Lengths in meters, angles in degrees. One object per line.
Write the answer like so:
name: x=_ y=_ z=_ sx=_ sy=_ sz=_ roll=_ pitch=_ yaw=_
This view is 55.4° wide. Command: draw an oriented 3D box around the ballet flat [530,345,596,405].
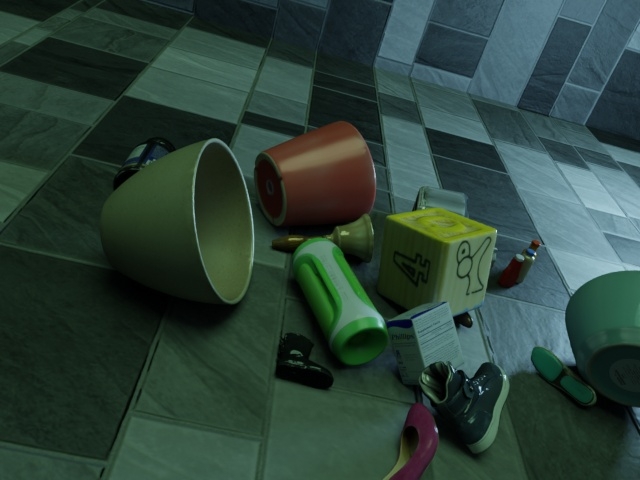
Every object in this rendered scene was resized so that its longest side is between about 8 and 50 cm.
ballet flat: x=0.536 y=0.304 z=1.353 sx=0.168 sy=0.057 sz=0.052 roll=48 pitch=13 yaw=34

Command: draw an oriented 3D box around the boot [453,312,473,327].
boot: x=0.283 y=0.175 z=1.425 sx=0.114 sy=0.037 sz=0.106 roll=0 pitch=24 yaw=-31

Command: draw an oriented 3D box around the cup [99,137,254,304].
cup: x=-0.298 y=-0.028 z=1.239 sx=0.237 sy=0.331 sz=0.331 roll=-5 pitch=30 yaw=11

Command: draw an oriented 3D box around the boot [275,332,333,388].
boot: x=-0.029 y=0.231 z=1.185 sx=0.121 sy=0.045 sz=0.099 roll=16 pitch=29 yaw=-2

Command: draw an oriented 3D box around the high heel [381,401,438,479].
high heel: x=0.129 y=0.363 z=1.023 sx=0.117 sy=0.082 sz=0.244 roll=23 pitch=44 yaw=-9

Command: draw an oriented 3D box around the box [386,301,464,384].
box: x=0.214 y=0.208 z=1.241 sx=0.126 sy=0.137 sz=0.072 roll=-16 pitch=2 yaw=-42

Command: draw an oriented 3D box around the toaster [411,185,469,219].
toaster: x=0.336 y=-0.063 z=1.737 sx=0.146 sy=0.129 sz=0.227 roll=15 pitch=34 yaw=3

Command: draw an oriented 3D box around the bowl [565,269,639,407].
bowl: x=0.671 y=0.233 z=1.294 sx=0.311 sy=0.311 sz=0.163 roll=26 pitch=42 yaw=14

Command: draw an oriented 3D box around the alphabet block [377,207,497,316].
alphabet block: x=0.267 y=0.050 z=1.420 sx=0.192 sy=0.197 sz=0.193 roll=-11 pitch=26 yaw=-39

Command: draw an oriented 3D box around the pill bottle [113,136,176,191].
pill bottle: x=-0.431 y=-0.175 z=1.534 sx=0.123 sy=0.123 sz=0.219 roll=13 pitch=32 yaw=-7

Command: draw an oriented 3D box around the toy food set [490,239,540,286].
toy food set: x=0.493 y=0.051 z=1.654 sx=0.232 sy=0.104 sz=0.111 roll=8 pitch=33 yaw=-15

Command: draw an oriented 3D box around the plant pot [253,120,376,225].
plant pot: x=-0.027 y=-0.158 z=1.597 sx=0.243 sy=0.275 sz=0.275 roll=-15 pitch=43 yaw=-25

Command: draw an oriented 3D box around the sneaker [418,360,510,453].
sneaker: x=0.278 y=0.272 z=1.179 sx=0.163 sy=0.086 sz=0.226 roll=46 pitch=33 yaw=-5

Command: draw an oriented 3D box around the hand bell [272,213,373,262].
hand bell: x=0.000 y=0.000 z=1.521 sx=0.242 sy=0.126 sz=0.126 roll=-3 pitch=35 yaw=-9

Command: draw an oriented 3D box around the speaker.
speaker: x=0.034 y=0.122 z=1.301 sx=0.131 sy=0.131 sz=0.296 roll=1 pitch=36 yaw=-25
